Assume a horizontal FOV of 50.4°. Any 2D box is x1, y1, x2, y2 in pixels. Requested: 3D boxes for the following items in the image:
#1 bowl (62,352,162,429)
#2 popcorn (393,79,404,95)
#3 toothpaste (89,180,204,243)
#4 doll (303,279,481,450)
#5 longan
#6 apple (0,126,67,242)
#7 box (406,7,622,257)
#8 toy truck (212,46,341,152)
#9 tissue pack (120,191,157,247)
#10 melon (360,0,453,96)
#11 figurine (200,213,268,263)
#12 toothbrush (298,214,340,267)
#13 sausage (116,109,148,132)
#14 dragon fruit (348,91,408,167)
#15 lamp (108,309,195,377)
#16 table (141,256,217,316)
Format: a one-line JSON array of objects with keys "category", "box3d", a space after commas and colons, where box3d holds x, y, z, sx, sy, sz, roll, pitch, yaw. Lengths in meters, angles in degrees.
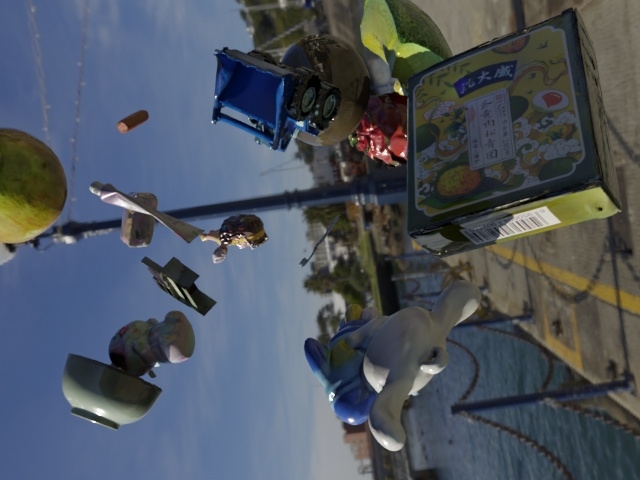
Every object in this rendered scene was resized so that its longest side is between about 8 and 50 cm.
[{"category": "bowl", "box3d": [-0.752, 0.546, 2.376, 0.354, 0.353, 0.185, 77, -149, -66]}, {"category": "popcorn", "box3d": [0.330, -0.503, 2.159, 0.200, 0.203, 0.226, -25, -62, -53]}, {"category": "toothpaste", "box3d": [-0.437, -0.074, 1.692, 0.048, 0.301, 0.075, -65, -6, 3]}, {"category": "doll", "box3d": [0.121, 0.244, 1.365, 0.365, 0.376, 0.187, -12, 104, 50]}, {"category": "longan", "box3d": [0.004, -0.255, 1.167, 0.189, 0.189, 0.189, -8, -90, -87]}, {"category": "apple", "box3d": [-0.926, -0.161, 1.995, 0.339, 0.339, 0.340, -8, -90, -87]}, {"category": "box", "box3d": [0.360, -0.203, 1.340, 0.138, 0.373, 0.420, 36, -131, -43]}, {"category": "toy truck", "box3d": [-0.068, -0.194, 0.960, 0.208, 0.113, 0.126, 4, -69, -66]}, {"category": "tissue pack", "box3d": [-0.704, -0.083, 2.650, 0.256, 0.123, 0.215, -169, 86, -66]}, {"category": "melon", "box3d": [0.223, -0.562, 1.899, 0.331, 0.226, 0.344, 17, -132, -46]}, {"category": "figurine", "box3d": [-0.270, -0.016, 2.110, 0.174, 0.240, 0.116, -32, -79, -47]}, {"category": "toothbrush", "box3d": [0.000, 0.000, 1.952, 0.019, 0.193, 0.013, 42, 166, -18]}, {"category": "sausage", "box3d": [-0.568, -0.365, 2.068, 0.041, 0.039, 0.131, 53, -146, -11]}, {"category": "dragon fruit", "box3d": [0.202, -0.300, 1.827, 0.192, 0.274, 0.193, -130, 41, -62]}, {"category": "lamp", "box3d": [-0.605, 0.391, 2.456, 0.247, 0.301, 0.247, -89, -20, -46]}, {"category": "table", "box3d": [-0.375, 0.110, 1.804, 0.062, 0.175, 0.146, -49, -30, -21]}]
